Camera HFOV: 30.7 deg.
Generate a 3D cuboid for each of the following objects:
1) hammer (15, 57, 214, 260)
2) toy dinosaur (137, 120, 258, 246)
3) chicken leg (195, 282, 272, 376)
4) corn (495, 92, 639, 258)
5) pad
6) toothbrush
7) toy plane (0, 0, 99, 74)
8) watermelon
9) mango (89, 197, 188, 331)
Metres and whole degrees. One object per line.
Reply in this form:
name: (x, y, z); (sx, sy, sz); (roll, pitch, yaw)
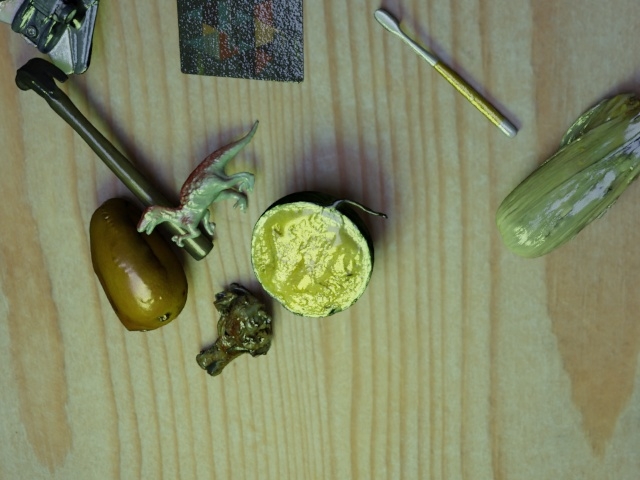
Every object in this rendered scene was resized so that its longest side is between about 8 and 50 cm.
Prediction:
hammer: (-0.341, -0.134, 1.967); (0.440, 0.044, 0.168); (47, 163, -16)
toy dinosaur: (-0.186, -0.098, 1.929); (0.167, 0.053, 0.242); (18, 110, -18)
chicken leg: (-0.146, 0.168, 2.057); (0.125, 0.080, 0.196); (29, 127, 15)
corn: (0.389, -0.094, 1.740); (0.122, 0.123, 0.305); (42, 118, -2)
pad: (-0.129, -0.326, 1.862); (0.211, 0.003, 0.143); (6, 115, 14)
toothbrush: (0.193, -0.256, 1.786); (0.288, 0.024, 0.021); (41, 121, -6)
toy plane: (-0.387, -0.431, 1.837); (0.204, 0.103, 0.316); (38, 119, -1)
watermelon: (-0.004, 0.005, 1.902); (0.204, 0.127, 0.232); (20, 120, 8)
mango: (-0.318, 0.036, 2.006); (0.136, 0.166, 0.236); (-30, 80, -16)
